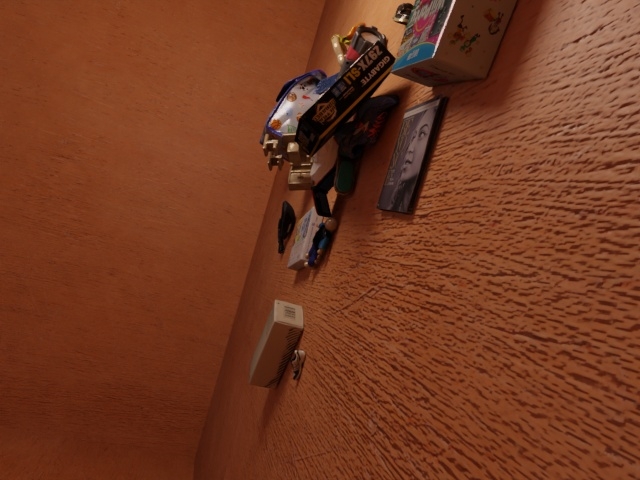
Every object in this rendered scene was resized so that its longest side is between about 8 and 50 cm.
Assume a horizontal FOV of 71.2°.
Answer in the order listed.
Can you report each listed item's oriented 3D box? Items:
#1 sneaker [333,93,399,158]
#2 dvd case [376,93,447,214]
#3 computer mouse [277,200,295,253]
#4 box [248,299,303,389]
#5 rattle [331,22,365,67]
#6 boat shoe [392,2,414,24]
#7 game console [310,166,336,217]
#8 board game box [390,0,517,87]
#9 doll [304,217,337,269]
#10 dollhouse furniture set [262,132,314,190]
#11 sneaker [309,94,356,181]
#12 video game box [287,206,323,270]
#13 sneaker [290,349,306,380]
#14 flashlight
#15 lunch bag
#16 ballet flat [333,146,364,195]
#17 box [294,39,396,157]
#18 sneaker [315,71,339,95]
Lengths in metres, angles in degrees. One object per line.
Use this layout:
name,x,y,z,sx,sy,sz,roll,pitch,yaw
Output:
sneaker,0.125,-0.284,1.116,0.221,0.083,0.087,-38,76,51
dvd case,0.173,-0.163,0.879,0.164,0.018,0.221,-150,77,-77
computer mouse,-0.155,-0.083,2.041,0.184,0.060,0.261,-101,18,-54
box,-0.141,0.330,1.405,0.113,0.094,0.275,-96,25,-59
rattle,0.124,-0.703,1.697,0.130,0.143,0.199,64,-166,-60
boat shoe,0.212,-0.569,1.121,0.152,0.056,0.049,-96,21,-58
game console,0.032,-0.137,1.308,0.144,0.085,0.124,1,-105,-75
board game box,0.242,-0.425,0.745,0.224,0.098,0.303,-121,48,-73
doll,0.000,0.000,1.326,0.189,0.046,0.129,119,161,-44
dollhouse furniture set,-0.087,-0.336,1.743,0.242,0.212,0.160,79,-167,-53
sneaker,0.004,-0.344,1.492,0.114,0.152,0.305,-98,26,-55
video game box,-0.053,-0.001,1.544,0.205,0.048,0.186,147,136,-70
sneaker,-0.068,0.338,1.219,0.032,0.037,0.083,-178,103,-75
flashlight,0.107,-0.524,1.424,0.304,0.103,0.103,117,140,-54
lunch bag,-0.121,-0.626,2.192,0.385,0.239,0.328,-59,11,-7
ballet flat,0.074,-0.221,1.245,0.067,0.073,0.206,128,159,-80
box,0.050,-0.348,1.163,0.257,0.079,0.322,-44,6,-2
sneaker,0.079,-0.550,1.615,0.232,0.091,0.081,18,91,55
